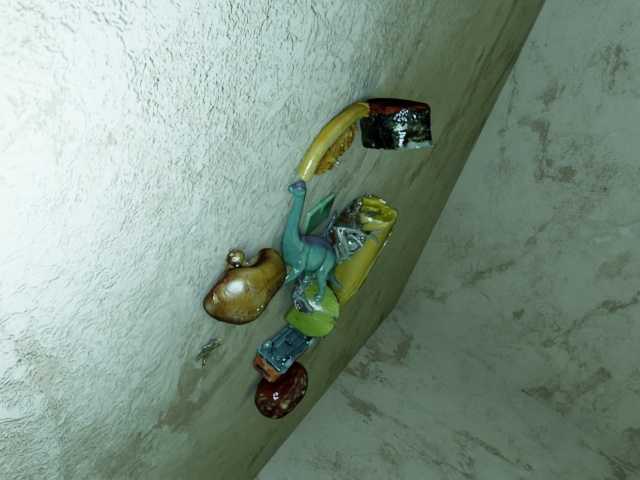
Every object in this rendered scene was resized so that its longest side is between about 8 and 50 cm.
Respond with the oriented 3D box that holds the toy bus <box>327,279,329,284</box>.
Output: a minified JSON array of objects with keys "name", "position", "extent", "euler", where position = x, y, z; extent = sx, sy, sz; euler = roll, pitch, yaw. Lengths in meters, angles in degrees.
[{"name":"toy bus","position":[-0.013,0.194,2.209],"extent":[0.166,0.047,0.065],"euler":[-33,148,-54]}]

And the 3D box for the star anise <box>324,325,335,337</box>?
[{"name":"star anise","position":[-0.006,0.383,2.577],"extent":[0.097,0.070,0.190],"euler":[-12,142,-30]}]

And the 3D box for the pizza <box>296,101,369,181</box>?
[{"name":"pizza","position":[0.034,-0.237,1.484],"extent":[0.271,0.056,0.134],"euler":[-46,153,-31]}]

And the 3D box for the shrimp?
[{"name":"shrimp","position":[0.042,0.042,1.902],"extent":[0.410,0.166,0.221],"euler":[-46,167,6]}]

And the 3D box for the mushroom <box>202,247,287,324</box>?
[{"name":"mushroom","position":[-0.166,0.116,1.422],"extent":[0.231,0.138,0.194],"euler":[-39,157,-47]}]

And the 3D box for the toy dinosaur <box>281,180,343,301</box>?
[{"name":"toy dinosaur","position":[0.000,0.000,1.645],"extent":[0.383,0.129,0.331],"euler":[3,123,-47]}]

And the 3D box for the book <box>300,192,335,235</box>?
[{"name":"book","position":[-0.006,-0.073,1.758],"extent":[0.135,0.017,0.103],"euler":[-42,159,-43]}]

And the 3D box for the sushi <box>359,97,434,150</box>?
[{"name":"sushi","position":[0.185,-0.288,1.545],"extent":[0.136,0.225,0.126],"euler":[-11,110,-23]}]

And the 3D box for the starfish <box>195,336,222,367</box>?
[{"name":"starfish","position":[-0.294,0.290,1.590],"extent":[0.091,0.028,0.078],"euler":[-37,149,-44]}]

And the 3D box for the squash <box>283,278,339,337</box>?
[{"name":"squash","position":[-0.035,0.221,1.986],"extent":[0.085,0.184,0.192],"euler":[17,105,-57]}]

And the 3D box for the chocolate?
[{"name":"chocolate","position":[0.119,0.065,2.121],"extent":[0.162,0.162,0.445],"euler":[-34,150,-55]}]

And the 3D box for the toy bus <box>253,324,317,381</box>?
[{"name":"toy bus","position":[-0.121,0.380,2.136],"extent":[0.265,0.121,0.120],"euler":[-37,163,-53]}]

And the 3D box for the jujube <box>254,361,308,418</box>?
[{"name":"jujube","position":[-0.138,0.556,2.297],"extent":[0.183,0.183,0.243],"euler":[-67,173,33]}]
